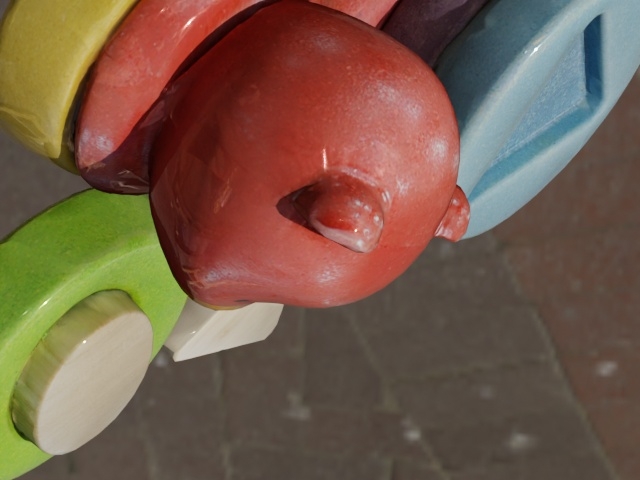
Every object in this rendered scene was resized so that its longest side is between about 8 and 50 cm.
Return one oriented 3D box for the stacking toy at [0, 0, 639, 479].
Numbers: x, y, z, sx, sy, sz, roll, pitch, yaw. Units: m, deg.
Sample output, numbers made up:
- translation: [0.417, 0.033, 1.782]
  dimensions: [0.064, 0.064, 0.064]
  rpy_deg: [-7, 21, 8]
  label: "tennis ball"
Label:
- translation: [0.000, 0.000, 0.698]
  dimensions: [0.130, 0.309, 0.279]
  rpy_deg: [42, 121, 19]
  label: "stacking toy"
